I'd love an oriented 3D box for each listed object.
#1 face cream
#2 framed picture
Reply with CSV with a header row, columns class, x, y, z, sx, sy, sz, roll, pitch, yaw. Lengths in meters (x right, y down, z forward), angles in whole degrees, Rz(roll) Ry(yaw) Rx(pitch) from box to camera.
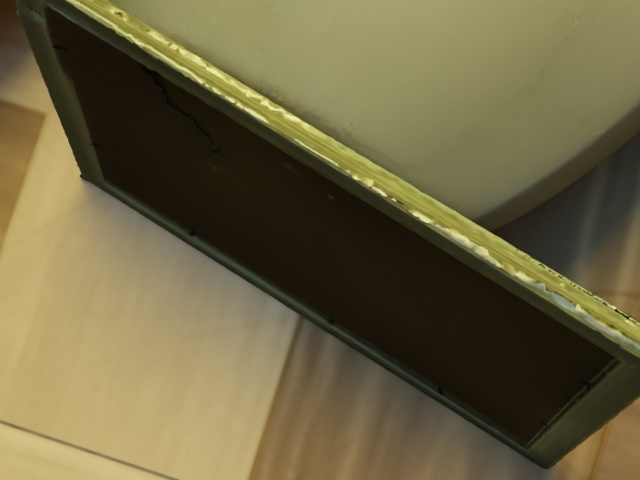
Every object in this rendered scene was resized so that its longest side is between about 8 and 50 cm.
class,x,y,z,sx,sy,sz,roll,pitch,yaw
face cream,0.066,-0.203,0.605,0.313,0.219,0.357,30,89,19
framed picture,0.000,0.000,0.595,0.293,0.231,0.018,32,74,8
